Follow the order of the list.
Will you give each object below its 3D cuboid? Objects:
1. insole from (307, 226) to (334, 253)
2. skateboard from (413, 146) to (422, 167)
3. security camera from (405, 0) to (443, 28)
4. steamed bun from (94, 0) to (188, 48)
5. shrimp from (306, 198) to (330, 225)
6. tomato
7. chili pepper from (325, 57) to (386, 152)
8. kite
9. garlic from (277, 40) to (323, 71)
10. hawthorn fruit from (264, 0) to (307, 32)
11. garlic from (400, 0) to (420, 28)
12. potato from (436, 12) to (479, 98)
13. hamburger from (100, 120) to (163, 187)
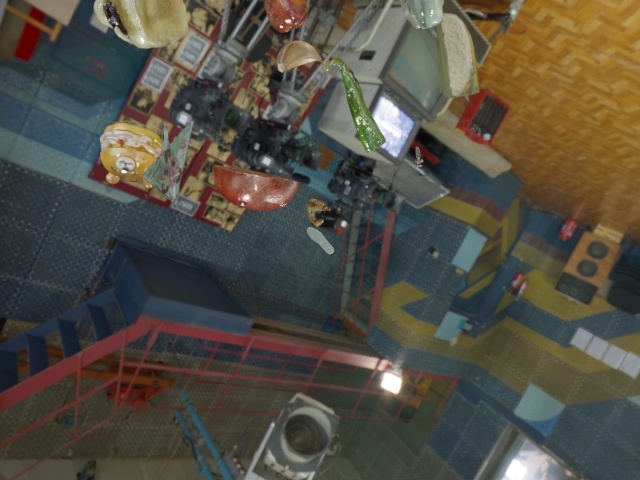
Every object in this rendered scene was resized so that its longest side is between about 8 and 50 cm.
[{"bbox_3d":[0.000,0.000,1.927,0.152,0.053,0.002,48,-157,6],"label":"insole"},{"bbox_3d":[0.357,-0.302,1.632,0.032,0.064,0.083,-4,-150,19],"label":"skateboard"},{"bbox_3d":[0.286,-0.723,1.288,0.301,0.080,0.157,-95,-17,-49],"label":"security camera"},{"bbox_3d":[-0.395,-0.491,0.950,0.155,0.140,0.172,8,-142,20],"label":"steamed bun"},{"bbox_3d":[-0.011,-0.095,1.537,0.045,0.095,0.162,5,-174,-29],"label":"shrimp"},{"bbox_3d":[-0.253,-0.192,1.686,0.338,0.143,0.338,13,-172,-2],"label":"tomato"},{"bbox_3d":[0.119,-0.453,1.491,0.359,0.085,0.076,55,-174,-35],"label":"chili pepper"},{"bbox_3d":[-0.437,-0.227,1.282,0.013,0.323,0.267,7,-120,-47],"label":"kite"},{"bbox_3d":[-0.101,-0.842,2.007,0.207,0.115,0.128,-12,-147,-3],"label":"garlic"},{"bbox_3d":[-0.142,-0.950,1.818,0.179,0.173,0.173,48,-175,-1],"label":"hawthorn fruit"},{"bbox_3d":[0.419,-1.120,1.971,0.143,0.112,0.318,48,159,57],"label":"garlic"},{"bbox_3d":[0.442,-0.603,1.432,0.112,0.255,0.269,-9,-159,9],"label":"potato"},{"bbox_3d":[-0.839,-0.366,1.965,0.276,0.236,0.276,2,164,1],"label":"hamburger"}]
